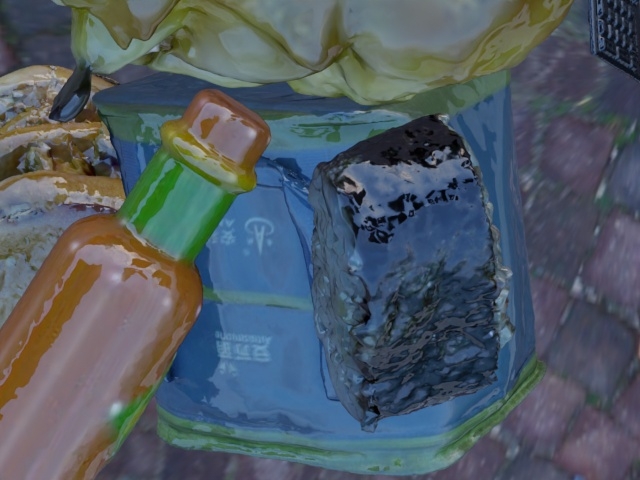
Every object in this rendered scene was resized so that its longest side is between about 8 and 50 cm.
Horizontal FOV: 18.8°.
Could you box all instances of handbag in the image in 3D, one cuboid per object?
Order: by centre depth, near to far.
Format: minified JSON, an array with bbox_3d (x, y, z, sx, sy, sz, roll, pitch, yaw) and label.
[{"bbox_3d":[0.000,0.000,1.226,0.263,0.222,0.241,1,110,31],"label":"handbag"}]

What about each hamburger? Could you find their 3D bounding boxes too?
[{"bbox_3d":[-0.224,-0.011,1.671,0.245,0.260,0.211,-32,49,15],"label":"hamburger"}]

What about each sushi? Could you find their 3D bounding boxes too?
[{"bbox_3d":[0.037,0.013,0.834,0.078,0.150,0.090,-16,51,-8],"label":"sushi"}]

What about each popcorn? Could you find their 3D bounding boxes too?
[{"bbox_3d":[-0.015,-0.104,0.479,0.180,0.180,0.170,14,91,8],"label":"popcorn"}]

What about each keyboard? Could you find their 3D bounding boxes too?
[{"bbox_3d":[0.142,-0.179,0.952,0.010,0.063,0.198,-7,77,29],"label":"keyboard"}]

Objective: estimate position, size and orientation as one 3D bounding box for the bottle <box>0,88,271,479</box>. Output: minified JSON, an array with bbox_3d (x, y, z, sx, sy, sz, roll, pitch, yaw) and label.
[{"bbox_3d":[-0.083,0.024,0.785,0.069,0.069,0.187,34,99,5],"label":"bottle"}]
